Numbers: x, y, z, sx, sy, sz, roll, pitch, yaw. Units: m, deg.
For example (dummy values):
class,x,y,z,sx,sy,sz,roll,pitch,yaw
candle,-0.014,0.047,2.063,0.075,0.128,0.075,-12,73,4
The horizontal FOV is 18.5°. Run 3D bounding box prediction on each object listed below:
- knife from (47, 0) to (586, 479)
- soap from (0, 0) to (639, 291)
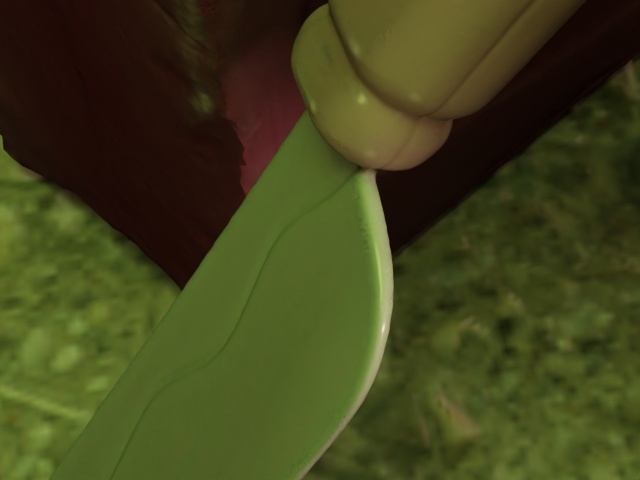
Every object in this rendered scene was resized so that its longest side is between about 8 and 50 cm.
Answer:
class,x,y,z,sx,sy,sz,roll,pitch,yaw
knife,0.001,0.002,0.425,0.043,0.336,0.081,9,39,-32
soap,0.064,-0.158,0.543,0.359,0.233,0.128,-39,65,-18
